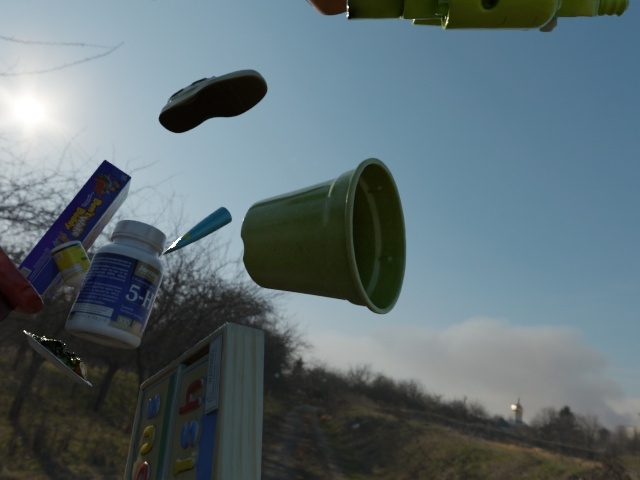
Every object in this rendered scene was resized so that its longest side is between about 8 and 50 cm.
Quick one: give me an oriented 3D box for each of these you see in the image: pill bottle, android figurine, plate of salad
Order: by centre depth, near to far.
[{"bbox_3d":[0.162,-0.247,0.491,0.272,0.056,0.248,1,25,0],"label":"android figurine"},{"bbox_3d":[-0.314,0.067,0.758,0.111,0.187,0.112,9,-25,4],"label":"pill bottle"},{"bbox_3d":[-0.546,0.064,1.067,0.065,0.116,0.065,-26,0,0],"label":"pill bottle"},{"bbox_3d":[-0.601,0.268,1.109,0.199,0.048,0.200,30,-28,18],"label":"plate of salad"}]

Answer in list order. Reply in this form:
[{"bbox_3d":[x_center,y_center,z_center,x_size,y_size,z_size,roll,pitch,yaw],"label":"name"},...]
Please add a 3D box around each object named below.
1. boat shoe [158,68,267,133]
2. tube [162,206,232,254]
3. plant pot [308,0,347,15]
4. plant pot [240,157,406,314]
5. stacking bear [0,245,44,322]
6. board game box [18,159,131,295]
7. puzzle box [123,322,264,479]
[{"bbox_3d":[-0.266,-0.359,1.174,0.302,0.098,0.109,-15,-36,24],"label":"boat shoe"},{"bbox_3d":[-0.331,-0.021,1.288,0.052,0.207,0.080,53,-36,-3],"label":"tube"},{"bbox_3d":[0.030,-0.687,1.132,0.290,0.291,0.203,-1,-30,32],"label":"plant pot"},{"bbox_3d":[0.000,0.000,0.904,0.253,0.276,0.276,-5,-23,28],"label":"plant pot"},{"bbox_3d":[-0.578,0.113,0.665,0.175,0.289,0.164,56,-34,-7],"label":"stacking bear"},{"bbox_3d":[-0.626,-0.022,1.226,0.078,0.347,0.233,35,-20,-16],"label":"board game box"},{"bbox_3d":[-0.158,0.323,0.512,0.052,0.409,0.272,22,-41,-31],"label":"puzzle box"}]
